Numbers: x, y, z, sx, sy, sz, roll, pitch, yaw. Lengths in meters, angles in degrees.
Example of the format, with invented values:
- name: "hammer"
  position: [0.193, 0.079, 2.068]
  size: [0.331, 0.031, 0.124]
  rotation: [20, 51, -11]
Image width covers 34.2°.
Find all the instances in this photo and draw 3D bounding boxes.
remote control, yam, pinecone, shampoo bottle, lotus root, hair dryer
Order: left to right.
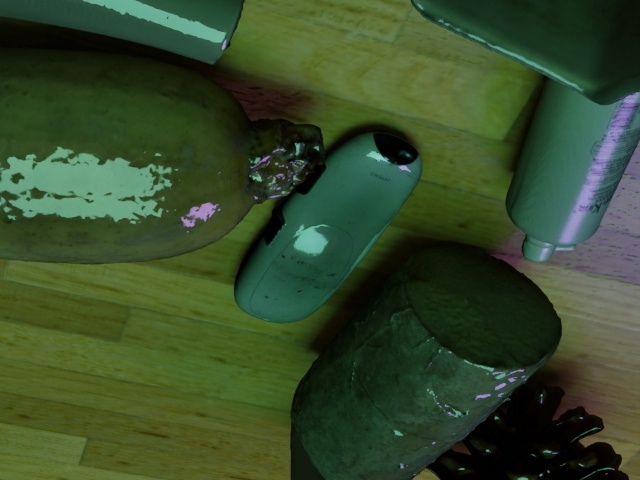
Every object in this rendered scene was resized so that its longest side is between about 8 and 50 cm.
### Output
- name: "hair dryer"
  position: [-0.196, -0.122, 0.675]
  size: [0.296, 0.119, 0.298]
  rotation: [-3, 94, -12]
- name: "lotus root"
  position: [-0.166, -0.060, 0.786]
  size: [0.343, 0.151, 0.169]
  rotation: [4, 135, -5]
- name: "remote control"
  position: [0.000, -0.002, 0.928]
  size: [0.097, 0.045, 0.256]
  rotation: [19, 131, -20]
- name: "yam"
  position: [0.086, 0.124, 0.980]
  size: [0.161, 0.161, 0.268]
  rotation: [19, 134, -20]
- name: "pinecone"
  position: [0.206, 0.268, 1.088]
  size: [0.264, 0.264, 0.264]
  rotation: [0, 137, 0]
- name: "shampoo bottle"
  position: [0.205, -0.078, 0.821]
  size: [0.085, 0.085, 0.262]
  rotation: [5, 137, -6]

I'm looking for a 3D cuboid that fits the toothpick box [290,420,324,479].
- name: "toothpick box"
  position: [0.022, 0.255, 1.102]
  size: [0.111, 0.180, 0.111]
  rotation: [0, 135, 0]

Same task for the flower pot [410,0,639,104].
- name: "flower pot"
  position: [0.161, -0.222, 0.557]
  size: [0.209, 0.189, 0.239]
  rotation: [5, 139, 22]
